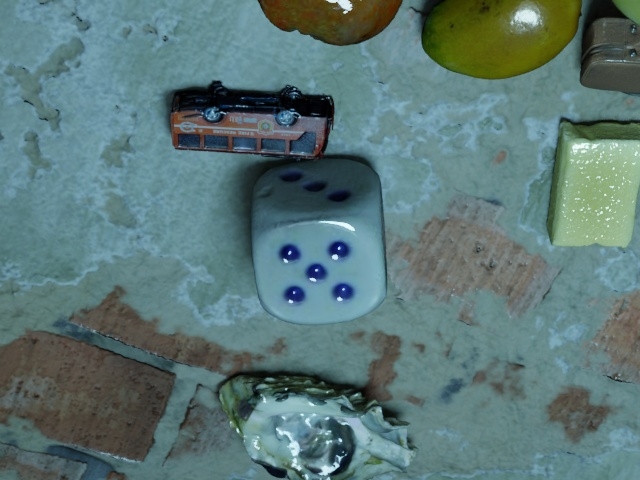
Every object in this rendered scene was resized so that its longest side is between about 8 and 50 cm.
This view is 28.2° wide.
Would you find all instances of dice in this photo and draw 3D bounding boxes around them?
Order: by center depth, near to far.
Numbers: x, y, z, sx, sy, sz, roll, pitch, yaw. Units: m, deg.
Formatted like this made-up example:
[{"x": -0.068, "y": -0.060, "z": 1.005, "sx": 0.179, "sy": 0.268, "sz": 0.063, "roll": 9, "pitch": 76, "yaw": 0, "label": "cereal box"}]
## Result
[{"x": 0.000, "y": 0.000, "z": 1.862, "sx": 0.192, "sy": 0.193, "sz": 0.194, "roll": -4, "pitch": 123, "yaw": 6, "label": "dice"}]

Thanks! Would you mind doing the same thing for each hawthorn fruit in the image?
[{"x": 0.024, "y": -0.385, "z": 1.628, "sx": 0.211, "sy": 0.210, "sz": 0.262, "roll": 16, "pitch": 109, "yaw": -8, "label": "hawthorn fruit"}]

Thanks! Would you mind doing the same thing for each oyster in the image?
[{"x": -0.003, "y": 0.310, "z": 2.107, "sx": 0.351, "sy": 0.114, "sz": 0.238, "roll": 19, "pitch": 129, "yaw": -4, "label": "oyster"}]

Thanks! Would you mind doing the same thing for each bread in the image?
[{"x": 0.407, "y": -0.082, "z": 1.870, "sx": 0.126, "sy": 0.068, "sz": 0.188, "roll": 1, "pitch": 121, "yaw": 1, "label": "bread"}]

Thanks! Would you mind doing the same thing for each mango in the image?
[{"x": 0.248, "y": -0.292, "z": 1.718, "sx": 0.221, "sy": 0.120, "sz": 0.151, "roll": -29, "pitch": 113, "yaw": 26, "label": "mango"}]

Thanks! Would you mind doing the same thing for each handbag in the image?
[{"x": 0.449, "y": -0.246, "z": 1.729, "sx": 0.193, "sy": 0.151, "sz": 0.072, "roll": 3, "pitch": 81, "yaw": -4, "label": "handbag"}]

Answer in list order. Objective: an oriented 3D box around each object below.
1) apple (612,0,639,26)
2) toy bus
[{"x": 0.468, "y": -0.370, "z": 1.584, "sx": 0.262, "sy": 0.262, "sz": 0.262, "roll": 1, "pitch": 122, "yaw": 1, "label": "apple"}, {"x": -0.099, "y": -0.170, "z": 1.836, "sx": 0.235, "sy": 0.073, "sz": 0.096, "roll": 5, "pitch": 131, "yaw": -1, "label": "toy bus"}]
